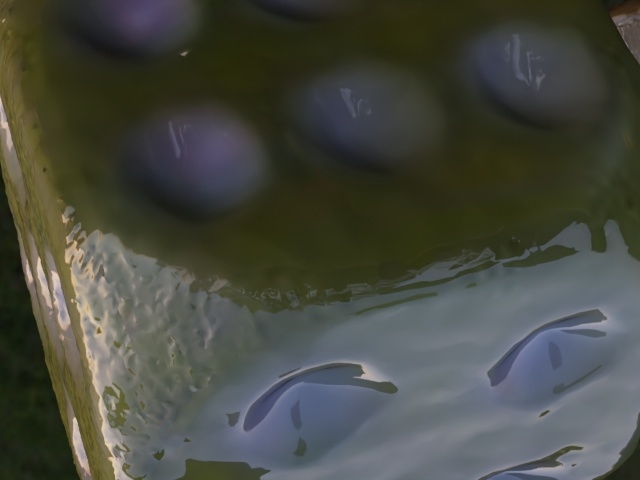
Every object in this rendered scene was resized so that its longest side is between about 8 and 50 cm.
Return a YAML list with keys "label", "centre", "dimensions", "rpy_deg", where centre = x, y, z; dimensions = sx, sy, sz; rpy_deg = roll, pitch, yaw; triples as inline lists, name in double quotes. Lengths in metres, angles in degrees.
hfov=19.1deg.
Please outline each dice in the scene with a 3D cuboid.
- label: "dice"
  centre: [0.000, 0.000, 0.796]
  dimensions: [0.238, 0.227, 0.233]
  rpy_deg: [-15, 144, -12]

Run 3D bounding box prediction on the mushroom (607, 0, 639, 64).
- label: "mushroom"
  centre: [0.231, -0.060, 1.082]
  dimensions: [0.202, 0.054, 0.059]
  rpy_deg: [44, 167, -11]
